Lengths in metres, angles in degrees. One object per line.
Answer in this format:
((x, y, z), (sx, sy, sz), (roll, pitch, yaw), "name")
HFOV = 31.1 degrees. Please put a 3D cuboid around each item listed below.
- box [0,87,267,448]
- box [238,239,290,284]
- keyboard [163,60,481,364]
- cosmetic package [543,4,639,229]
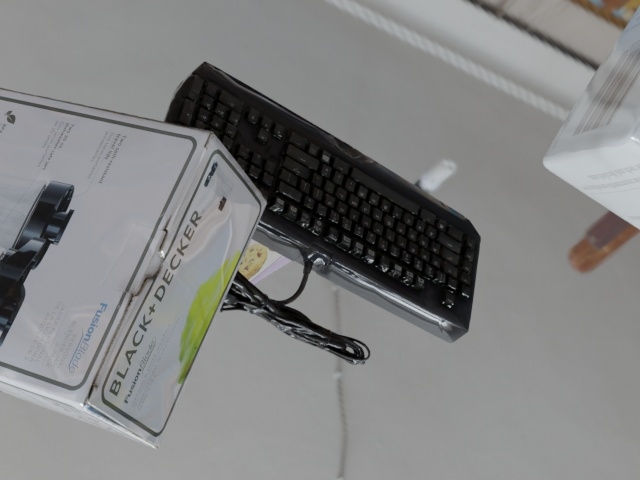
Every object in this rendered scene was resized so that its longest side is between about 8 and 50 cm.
((-0.198, 0.000, 0.694), (0.169, 0.290, 0.087), (-68, -27, -18), "box")
((-0.130, 0.035, 1.061), (0.063, 0.067, 0.324), (19, -147, 33), "box")
((0.000, 0.000, 0.938), (0.317, 0.033, 0.201), (28, -120, -24), "keyboard")
((0.502, -0.116, 1.157), (0.394, 0.327, 0.329), (33, 178, -3), "cosmetic package")
